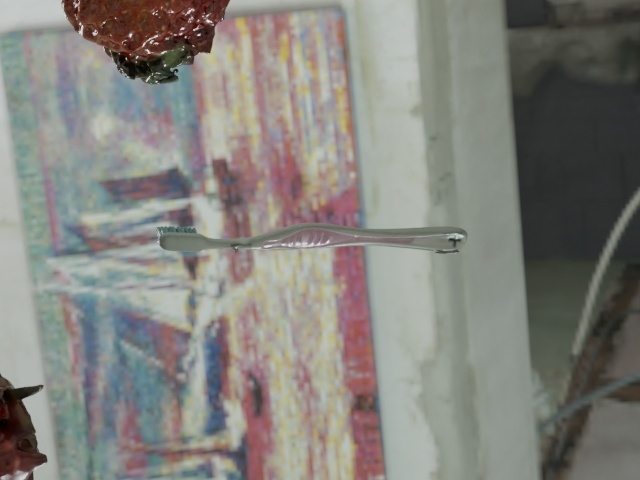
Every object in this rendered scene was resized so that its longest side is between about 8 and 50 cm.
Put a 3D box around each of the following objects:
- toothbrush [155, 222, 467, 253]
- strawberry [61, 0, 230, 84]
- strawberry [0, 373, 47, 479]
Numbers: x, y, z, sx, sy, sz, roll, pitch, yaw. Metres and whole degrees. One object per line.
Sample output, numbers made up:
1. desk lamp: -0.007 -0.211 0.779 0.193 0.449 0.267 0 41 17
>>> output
1. toothbrush: 0.000 0.000 0.794 0.204 0.017 0.022 1 -147 -24
2. strawberry: -0.124 -0.245 1.025 0.175 0.236 0.106 -10 179 -37
3. strawberry: -0.222 0.142 0.630 0.208 0.087 0.167 -27 168 -21
